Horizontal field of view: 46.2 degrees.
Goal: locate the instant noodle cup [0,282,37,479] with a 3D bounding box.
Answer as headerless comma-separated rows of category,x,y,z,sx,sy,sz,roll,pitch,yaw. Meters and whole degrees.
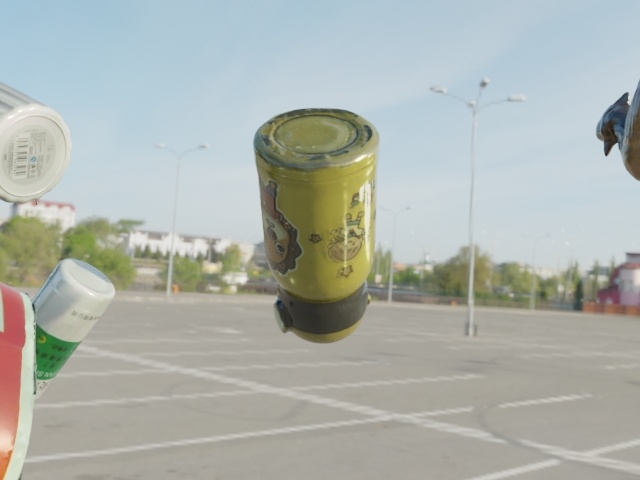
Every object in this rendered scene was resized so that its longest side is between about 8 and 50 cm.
instant noodle cup,-0.366,0.093,0.465,0.307,0.294,0.294,26,-16,-37

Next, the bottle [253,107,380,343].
bottle,0.000,0.000,1.093,0.171,0.351,0.171,-2,34,1

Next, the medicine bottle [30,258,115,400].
medicine bottle,-0.403,0.149,1.076,0.095,0.260,0.095,39,11,-9

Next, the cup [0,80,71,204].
cup,-0.470,-0.156,1.115,0.202,0.167,0.221,24,19,28

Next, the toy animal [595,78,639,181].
toy animal,0.327,-0.145,0.691,0.089,0.188,0.179,16,13,-14
